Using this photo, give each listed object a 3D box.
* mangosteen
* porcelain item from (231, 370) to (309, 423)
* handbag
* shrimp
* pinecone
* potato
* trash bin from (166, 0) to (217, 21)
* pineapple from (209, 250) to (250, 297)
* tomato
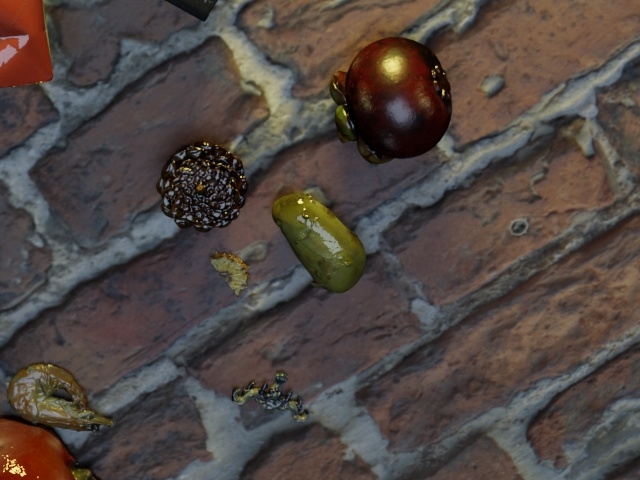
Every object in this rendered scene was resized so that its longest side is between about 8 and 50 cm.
[{"bbox_3d":[0.098,-0.201,1.845,0.199,0.200,0.200,-2,111,-6],"label":"mangosteen"},{"bbox_3d":[-0.074,0.249,2.062,0.136,0.021,0.075,18,103,-14],"label":"porcelain item"},{"bbox_3d":[-0.527,-0.274,1.682,0.298,0.171,0.151,-14,113,-29],"label":"handbag"},{"bbox_3d":[-0.416,0.259,2.020,0.180,0.041,0.099,24,91,-14],"label":"shrimp"},{"bbox_3d":[-0.175,-0.081,1.872,0.140,0.121,0.140,-1,111,-2],"label":"pinecone"},{"bbox_3d":[0.000,0.000,1.946,0.105,0.085,0.188,-34,109,29],"label":"potato"},{"bbox_3d":[-0.234,-0.412,1.720,0.225,0.165,0.115,29,104,-19],"label":"trash bin"},{"bbox_3d":[-0.138,0.047,1.980,0.045,0.019,0.083,-33,112,12],"label":"pineapple"},{"bbox_3d":[-0.498,0.468,2.011,0.289,0.176,0.335,-28,113,7],"label":"tomato"}]
